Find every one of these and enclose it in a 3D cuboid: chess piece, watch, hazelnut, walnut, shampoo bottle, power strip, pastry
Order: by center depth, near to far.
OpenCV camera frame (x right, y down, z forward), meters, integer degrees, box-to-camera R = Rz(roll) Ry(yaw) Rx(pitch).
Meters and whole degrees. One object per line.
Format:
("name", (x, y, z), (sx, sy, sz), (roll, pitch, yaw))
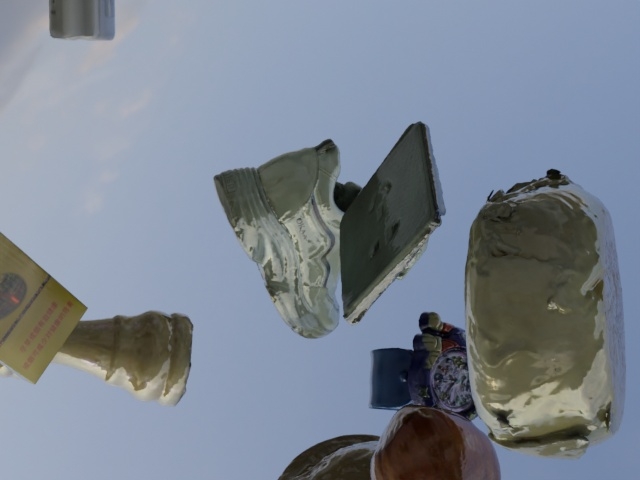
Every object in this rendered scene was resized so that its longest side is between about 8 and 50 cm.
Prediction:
("shampoo bottle", (-0.201, -0.284, 0.802), (0.086, 0.056, 0.227), (-139, -130, -71))
("pastry", (0.209, 0.068, 0.880), (0.133, 0.265, 0.265), (-1, -129, 19))
("chess piece", (-0.349, 0.110, 1.086), (0.117, 0.397, 0.117), (-169, -90, -68))
("power strip", (0.097, -0.016, 1.180), (0.198, 0.064, 0.213), (-53, -158, 34))
("hazelnut", (0.156, 0.311, 1.319), (0.182, 0.182, 0.182), (-32, -145, 27))
("watch", (0.178, 0.220, 1.537), (0.200, 0.196, 0.171), (-21, -126, 59))
("walnut", (0.070, 0.537, 1.779), (0.381, 0.381, 0.381), (-32, -145, 27))

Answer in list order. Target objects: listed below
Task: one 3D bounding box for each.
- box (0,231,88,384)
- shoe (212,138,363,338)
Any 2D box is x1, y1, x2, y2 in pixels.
("box", (-0.275, 0.050, 0.819), (0.023, 0.155, 0.087), (17, -116, 40))
("shoe", (0.000, 0.000, 1.422), (0.210, 0.342, 0.132), (-26, -141, 1))
